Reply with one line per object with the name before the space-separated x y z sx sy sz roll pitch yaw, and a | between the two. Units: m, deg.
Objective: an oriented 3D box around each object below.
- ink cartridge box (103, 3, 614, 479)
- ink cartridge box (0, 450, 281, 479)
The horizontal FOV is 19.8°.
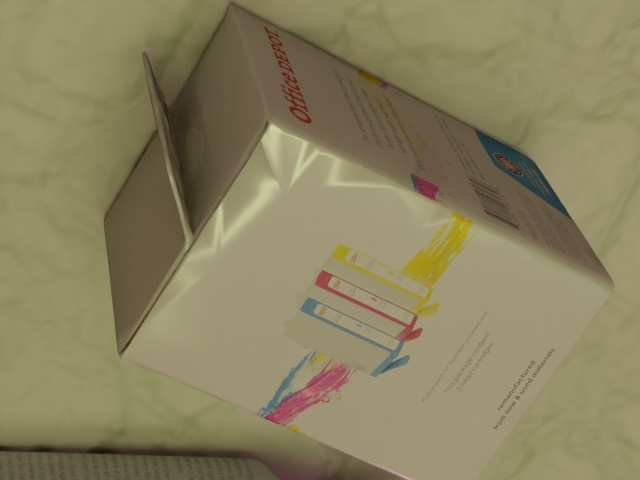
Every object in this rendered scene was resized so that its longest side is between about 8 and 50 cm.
ink cartridge box | 0.000 0.000 0.578 0.143 0.092 0.090 25 110 -21
ink cartridge box | -0.081 0.181 0.679 0.224 0.045 0.223 5 115 -12
